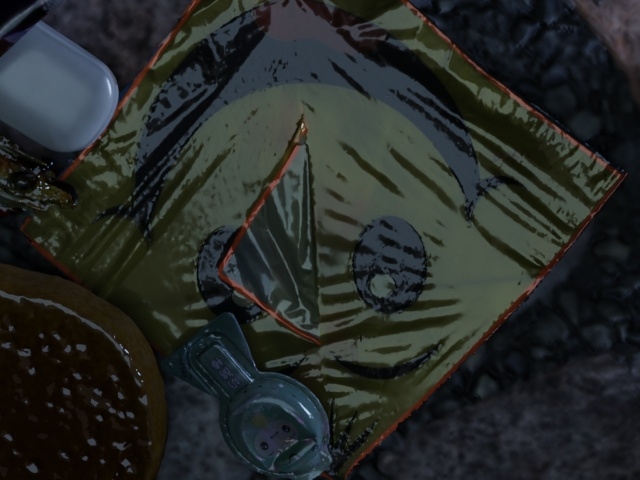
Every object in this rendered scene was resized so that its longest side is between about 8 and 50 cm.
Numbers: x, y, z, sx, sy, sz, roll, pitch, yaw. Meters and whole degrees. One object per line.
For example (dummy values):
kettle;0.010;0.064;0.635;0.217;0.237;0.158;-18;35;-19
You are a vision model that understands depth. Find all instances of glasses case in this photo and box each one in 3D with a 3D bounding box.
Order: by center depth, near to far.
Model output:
glasses case;-0.197;-0.113;0.884;0.164;0.041;0.063;32;99;-1

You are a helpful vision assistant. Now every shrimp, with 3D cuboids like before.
shrimp;-0.239;-0.038;0.909;0.190;0.042;0.101;7;116;9

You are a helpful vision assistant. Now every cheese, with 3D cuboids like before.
cheese;-0.040;0.104;0.927;0.067;0.026;0.121;-39;99;14

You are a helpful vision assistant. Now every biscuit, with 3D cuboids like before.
biscuit;-0.230;0.139;0.946;0.272;0.049;0.257;-5;106;7

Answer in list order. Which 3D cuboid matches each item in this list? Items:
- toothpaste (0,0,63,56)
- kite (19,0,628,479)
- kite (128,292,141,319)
toothpaste;-0.174;-0.166;0.843;0.266;0.061;0.096;-40;87;4
kite;0.000;0.001;0.914;0.377;0.013;0.328;-2;103;4
kite;-0.135;0.071;0.947;0.044;0.002;0.078;0;103;5
